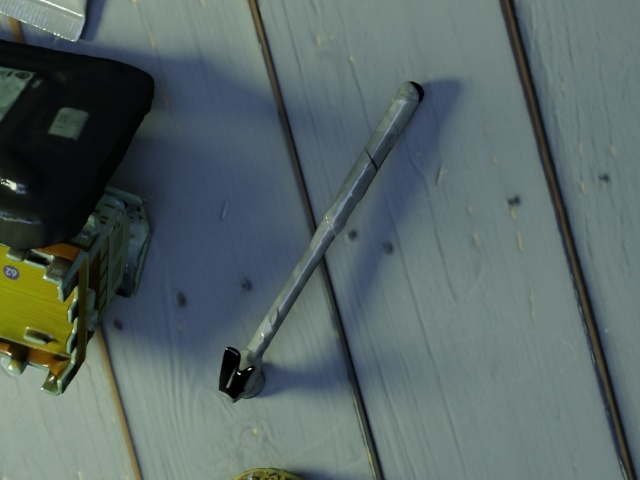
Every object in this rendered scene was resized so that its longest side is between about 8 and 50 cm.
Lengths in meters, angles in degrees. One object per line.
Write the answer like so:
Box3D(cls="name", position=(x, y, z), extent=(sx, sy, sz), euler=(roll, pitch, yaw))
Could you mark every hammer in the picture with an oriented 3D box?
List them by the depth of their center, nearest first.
Box3D(cls="hammer", position=(0.001, 0.001, 1.523), extent=(0.044, 0.152, 0.427), euler=(30, 85, 8))

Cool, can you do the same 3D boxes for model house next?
Box3D(cls="model house", position=(-0.331, 0.023, 1.496), extent=(0.224, 0.215, 0.198), euler=(15, 133, 6))

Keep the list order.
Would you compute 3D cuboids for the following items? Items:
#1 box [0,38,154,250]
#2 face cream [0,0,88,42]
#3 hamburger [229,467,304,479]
Box3D(cls="box", position=(-0.385, -0.121, 1.433), extent=(0.350, 0.359, 0.091), euler=(8, 125, 6))
Box3D(cls="face cream", position=(-0.325, -0.468, 1.529), extent=(0.235, 0.137, 0.420), euler=(22, 103, 3))
Box3D(cls="hamburger", position=(-0.076, 0.352, 1.534), extent=(0.185, 0.131, 0.159), euler=(-35, 98, 13))
